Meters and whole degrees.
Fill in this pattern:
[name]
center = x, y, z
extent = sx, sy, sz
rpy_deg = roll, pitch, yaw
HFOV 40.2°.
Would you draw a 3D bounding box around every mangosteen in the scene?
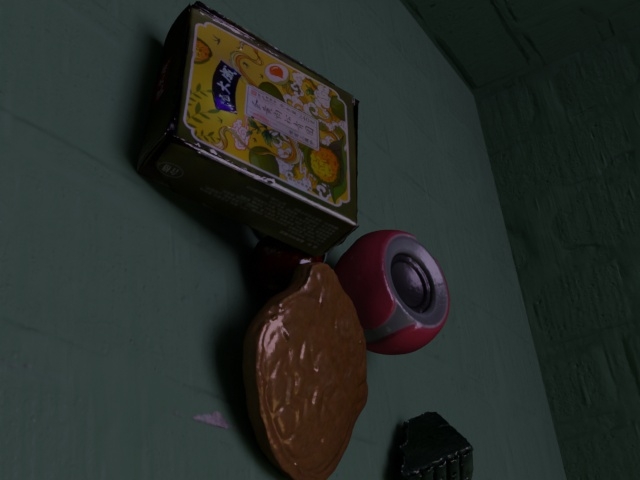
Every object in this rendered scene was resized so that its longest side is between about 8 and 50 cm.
[mangosteen]
center = -0.076, 0.072, 1.766
extent = 0.146, 0.181, 0.156
rpy_deg = 13, 27, -13

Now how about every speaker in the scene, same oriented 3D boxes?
[speaker]
center = 0.157, 0.116, 2.032
extent = 0.294, 0.294, 0.294
rpy_deg = 46, 33, -42

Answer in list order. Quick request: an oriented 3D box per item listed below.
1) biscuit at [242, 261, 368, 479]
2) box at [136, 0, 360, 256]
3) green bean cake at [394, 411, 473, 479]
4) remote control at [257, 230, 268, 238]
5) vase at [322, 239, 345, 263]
[biscuit]
center = -0.011, 0.258, 1.657
extent = 0.365, 0.062, 0.385
rpy_deg = -52, 131, -44
[box]
center = -0.121, -0.212, 1.691
extent = 0.420, 0.138, 0.373
rpy_deg = 25, 46, -26
[green bean cake]
center = 0.241, 0.513, 2.075
extent = 0.208, 0.193, 0.107
rpy_deg = -138, -148, -59
[remote control]
center = -0.143, -0.090, 1.837
extent = 0.221, 0.042, 0.078
rpy_deg = 61, 24, -20
[vase]
center = 0.000, 0.000, 2.012
extent = 0.096, 0.096, 0.219
rpy_deg = 67, 21, -6
